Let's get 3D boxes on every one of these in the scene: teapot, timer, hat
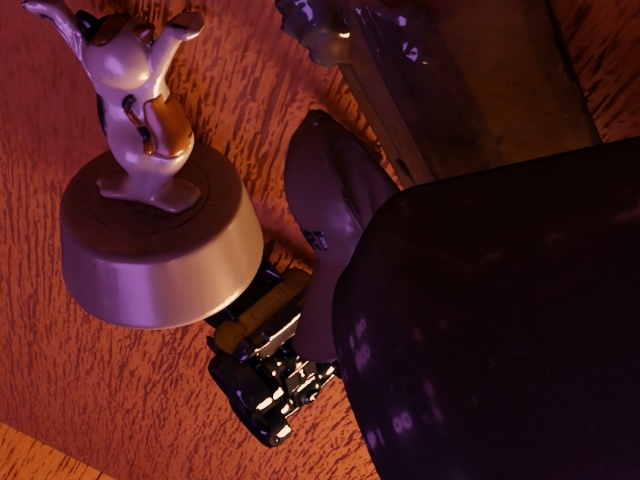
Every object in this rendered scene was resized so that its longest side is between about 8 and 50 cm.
[{"bbox_3d":[0.208,0.033,0.680,0.344,0.300,0.253,-26,95,17],"label":"teapot"},{"bbox_3d":[-0.143,-0.078,1.078,0.175,0.175,0.266,17,138,21],"label":"timer"},{"bbox_3d":[0.000,0.000,0.983,0.085,0.175,0.147,18,-169,-14],"label":"hat"}]

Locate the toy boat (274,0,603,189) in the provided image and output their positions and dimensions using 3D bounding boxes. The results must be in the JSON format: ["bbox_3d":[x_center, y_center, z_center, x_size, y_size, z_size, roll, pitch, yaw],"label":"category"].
[{"bbox_3d":[0.088,-0.069,0.839,0.162,0.136,0.445,41,170,42],"label":"toy boat"}]

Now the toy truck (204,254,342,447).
[{"bbox_3d":[-0.057,0.089,1.327,0.165,0.147,0.224,44,165,21],"label":"toy truck"}]
